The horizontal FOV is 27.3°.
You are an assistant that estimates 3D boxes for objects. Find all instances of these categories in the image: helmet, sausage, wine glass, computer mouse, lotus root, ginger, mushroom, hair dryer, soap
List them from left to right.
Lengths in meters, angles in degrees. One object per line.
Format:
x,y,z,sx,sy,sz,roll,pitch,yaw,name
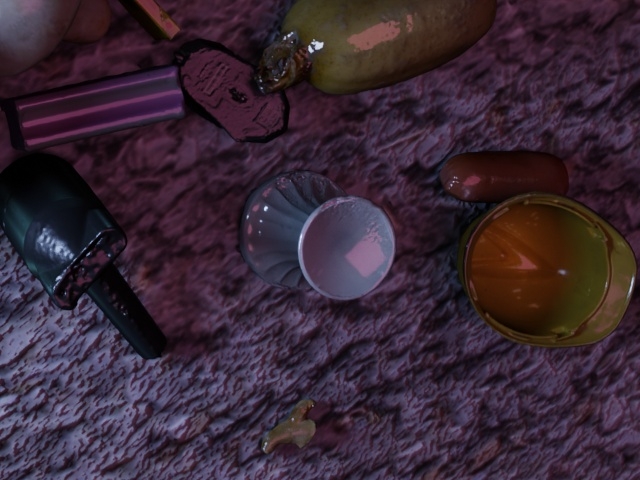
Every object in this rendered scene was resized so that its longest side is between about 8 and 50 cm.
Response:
-0.352,-0.286,1.510,0.206,0.209,0.206,0,93,8,mushroom
-0.270,-0.159,1.573,0.203,0.122,0.065,-16,102,-19,soap
-0.253,0.055,1.563,0.116,0.244,0.302,-38,124,-5,hair dryer
-0.114,-0.188,1.665,0.172,0.057,0.099,35,86,-10,computer mouse
-0.035,0.257,1.774,0.048,0.030,0.097,44,78,7,ginger
0.000,0.000,1.661,0.165,0.196,0.165,-4,101,-21,wine glass
0.066,-0.274,1.655,0.343,0.169,0.151,-22,130,-19,lotus root
0.254,-0.086,1.807,0.194,0.077,0.077,0,98,-21,sausage
0.285,0.033,1.800,0.257,0.140,0.205,18,92,-21,helmet

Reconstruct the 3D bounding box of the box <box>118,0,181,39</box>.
-0.235,-0.303,1.583,0.023,0.087,0.155,-47,110,-11,box
